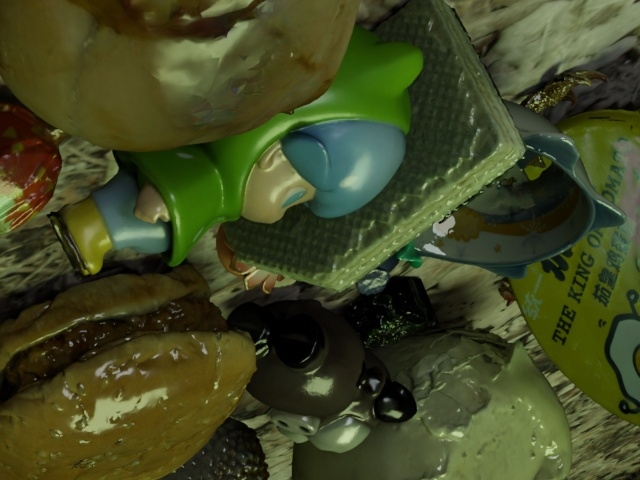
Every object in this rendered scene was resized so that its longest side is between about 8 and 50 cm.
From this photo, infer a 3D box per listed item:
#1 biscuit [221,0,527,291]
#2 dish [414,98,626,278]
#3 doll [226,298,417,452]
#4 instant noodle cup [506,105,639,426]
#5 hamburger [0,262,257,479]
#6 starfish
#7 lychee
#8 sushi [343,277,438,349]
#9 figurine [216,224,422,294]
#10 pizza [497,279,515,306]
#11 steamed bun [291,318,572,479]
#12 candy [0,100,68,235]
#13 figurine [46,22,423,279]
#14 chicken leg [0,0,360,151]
[{"bbox_3d":[0.023,-0.056,1.099,0.252,0.150,0.052,-37,150,30],"label":"biscuit"},{"bbox_3d":[0.140,-0.059,1.253,0.236,0.086,0.228,-11,143,36],"label":"dish"},{"bbox_3d":[-0.006,0.137,1.524,0.117,0.182,0.257,-66,155,-20],"label":"doll"},{"bbox_3d":[0.373,-0.008,1.406,0.254,0.325,0.325,-27,164,-38],"label":"instant noodle cup"},{"bbox_3d":[-0.196,0.144,1.333,0.259,0.144,0.283,-18,163,-28],"label":"hamburger"},{"bbox_3d":[0.214,-0.129,1.314,0.091,0.028,0.078,-28,167,0],"label":"starfish"},{"bbox_3d":[-0.143,0.291,1.704,0.197,0.165,0.165,-51,151,21],"label":"lychee"},{"bbox_3d":[0.066,0.083,1.612,0.083,0.056,0.085,-31,161,34],"label":"sushi"},{"bbox_3d":[0.000,0.000,1.203,0.195,0.111,0.102,-14,170,36],"label":"figurine"},{"bbox_3d":[0.286,0.028,1.726,0.201,0.053,0.193,-14,156,-30],"label":"pizza"},{"bbox_3d":[0.107,0.233,1.735,0.312,0.233,0.334,-7,-163,44],"label":"steamed bun"},{"bbox_3d":[-0.130,-0.100,0.956,0.288,0.078,0.084,-34,156,-1],"label":"candy"},{"bbox_3d":[-0.054,-0.060,0.983,0.263,0.143,0.162,-28,180,-12],"label":"figurine"},{"bbox_3d":[0.000,-0.222,0.701,0.295,0.182,0.409,-9,137,-33],"label":"chicken leg"}]
